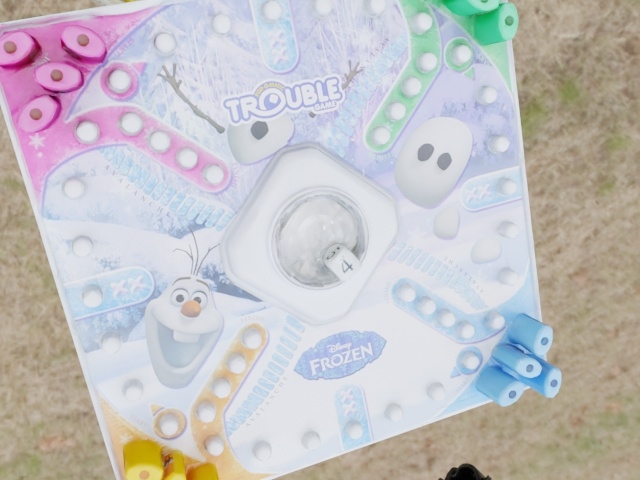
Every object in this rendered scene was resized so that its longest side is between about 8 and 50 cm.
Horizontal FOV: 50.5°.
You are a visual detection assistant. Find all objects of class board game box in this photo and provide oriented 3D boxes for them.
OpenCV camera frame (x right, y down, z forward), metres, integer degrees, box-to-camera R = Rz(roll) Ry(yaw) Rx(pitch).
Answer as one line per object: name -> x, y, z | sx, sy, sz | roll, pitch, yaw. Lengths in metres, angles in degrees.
board game box -> 0.000, 0.000, 0.525 | 0.390, 0.050, 0.389 | -15, 106, -14

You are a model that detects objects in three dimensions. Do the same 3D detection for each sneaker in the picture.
sneaker -> 0.186, 0.296, 0.791 | 0.170, 0.074, 0.063 | 4, 176, -44

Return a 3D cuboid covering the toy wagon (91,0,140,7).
toy wagon -> -0.115, -0.359, 0.584 | 0.267, 0.068, 0.344 | 31, 87, -33
